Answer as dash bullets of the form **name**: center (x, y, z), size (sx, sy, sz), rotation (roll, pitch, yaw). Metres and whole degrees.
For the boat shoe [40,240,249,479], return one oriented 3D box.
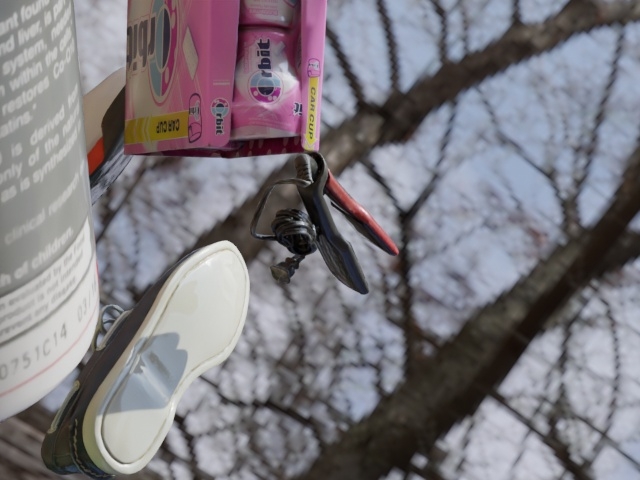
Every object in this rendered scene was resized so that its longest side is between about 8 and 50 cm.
- **boat shoe**: center (-0.136, 0.094, 1.447), size (0.079, 0.095, 0.254), rotation (-11, -144, 36)

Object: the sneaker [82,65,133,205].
- **sneaker**: center (-0.229, -0.055, 1.261), size (0.270, 0.145, 0.090), rotation (-49, 177, 30)

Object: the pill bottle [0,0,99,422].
- **pill bottle**: center (-0.166, -0.080, 0.632), size (0.161, 0.161, 0.283), rotation (-106, -166, -56)

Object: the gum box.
- **gum box**: center (-0.052, -0.098, 0.944), size (0.188, 0.062, 0.107), rotation (-176, -92, -71)

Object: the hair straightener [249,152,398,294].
- **hair straightener**: center (0.000, 0.000, 1.372), size (0.047, 0.230, 0.089), rotation (34, -96, 20)
